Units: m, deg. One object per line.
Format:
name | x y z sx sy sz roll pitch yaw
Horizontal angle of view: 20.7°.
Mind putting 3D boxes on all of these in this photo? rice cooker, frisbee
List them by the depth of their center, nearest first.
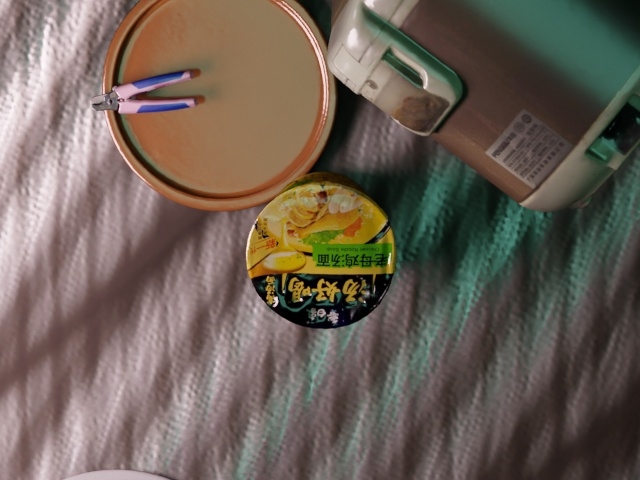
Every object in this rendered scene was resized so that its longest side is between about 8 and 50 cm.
rice cooker | 0.181 -0.222 1.619 0.325 0.335 0.335 37 102 -1
frisbee | -0.104 -0.154 1.817 0.251 0.021 0.250 1 100 7

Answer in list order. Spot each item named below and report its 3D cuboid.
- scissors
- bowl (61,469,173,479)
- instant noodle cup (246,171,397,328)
scissors | -0.183 -0.150 1.813 0.113 0.012 0.039 -7 98 10
bowl | -0.225 0.428 1.859 0.346 0.157 0.345 1 99 7
instant noodle cup | 0.000 0.000 1.768 0.152 0.122 0.151 -1 106 -2
